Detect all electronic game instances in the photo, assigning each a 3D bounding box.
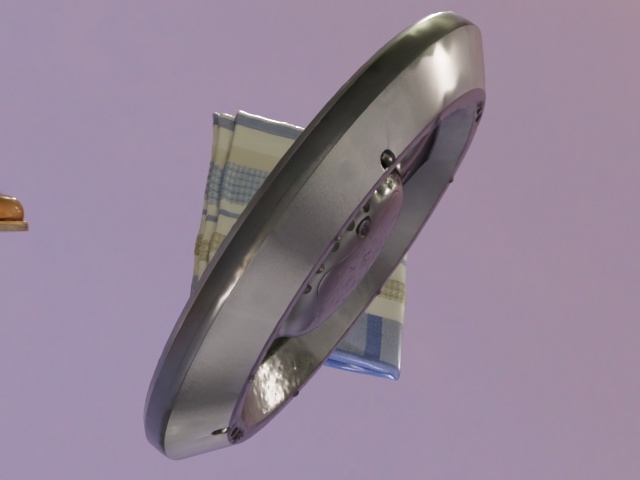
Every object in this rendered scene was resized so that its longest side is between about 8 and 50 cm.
[{"bbox_3d":[0.000,0.000,0.646,0.048,0.229,0.229,35,-137,11],"label":"electronic game"}]

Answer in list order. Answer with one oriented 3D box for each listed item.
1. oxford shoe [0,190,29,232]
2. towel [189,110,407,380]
[{"bbox_3d":[-0.298,-0.052,1.167,0.076,0.076,0.212,3,-166,-45],"label":"oxford shoe"},{"bbox_3d":[-0.017,-0.001,1.410,0.209,0.034,0.285,14,-133,-11],"label":"towel"}]
